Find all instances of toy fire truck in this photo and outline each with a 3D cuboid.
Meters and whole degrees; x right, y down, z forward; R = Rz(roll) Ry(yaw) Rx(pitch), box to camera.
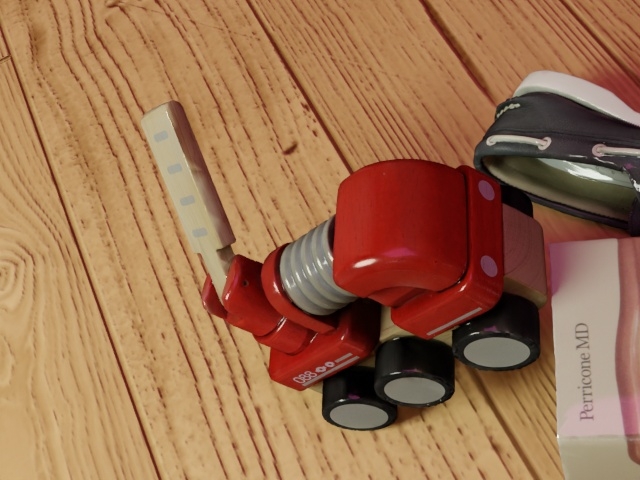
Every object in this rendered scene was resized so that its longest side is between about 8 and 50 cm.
[{"bbox_3d":[0.000,0.000,0.721,0.217,0.246,0.158,-33,42,44],"label":"toy fire truck"}]

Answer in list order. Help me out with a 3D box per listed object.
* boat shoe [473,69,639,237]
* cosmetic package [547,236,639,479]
[{"bbox_3d":[0.253,-0.036,0.789,0.302,0.114,0.091,24,66,42],"label":"boat shoe"},{"bbox_3d":[0.301,0.080,0.677,0.296,0.129,0.153,-6,57,14],"label":"cosmetic package"}]
